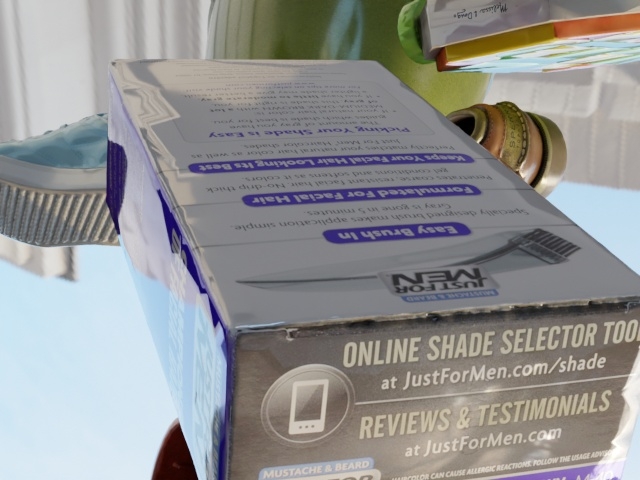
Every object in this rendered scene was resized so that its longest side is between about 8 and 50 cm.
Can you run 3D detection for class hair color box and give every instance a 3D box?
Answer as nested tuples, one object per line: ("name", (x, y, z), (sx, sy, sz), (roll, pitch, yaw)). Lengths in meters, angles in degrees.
("hair color box", (0.000, 0.000, 0.561), (0.339, 0.185, 0.110), (-126, -143, -60))

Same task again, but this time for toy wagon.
("toy wagon", (0.245, -0.186, 0.882), (0.267, 0.344, 0.068), (-3, -87, 47))

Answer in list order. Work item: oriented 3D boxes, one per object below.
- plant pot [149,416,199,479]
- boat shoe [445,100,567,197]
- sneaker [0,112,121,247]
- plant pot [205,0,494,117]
("plant pot", (-0.045, 0.350, 1.275), (0.272, 0.265, 0.272), (-27, -120, 60))
("boat shoe", (0.069, -0.022, 0.942), (0.307, 0.104, 0.111), (-45, -131, 35))
("sneaker", (-0.293, -0.082, 1.271), (0.365, 0.150, 0.135), (8, -39, 23))
("plant pot", (0.017, -0.153, 1.183), (0.366, 0.353, 0.366), (6, -47, 7))
